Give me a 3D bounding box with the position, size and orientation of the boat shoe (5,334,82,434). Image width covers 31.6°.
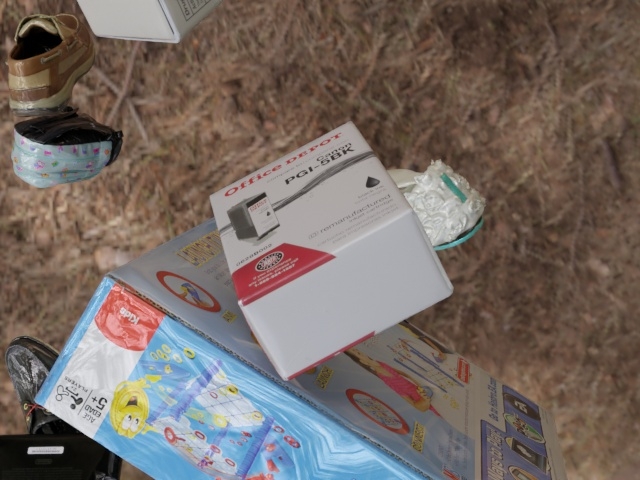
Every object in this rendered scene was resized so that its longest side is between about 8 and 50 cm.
[{"bbox_3d":[-0.212,0.136,0.902,0.049,0.042,0.133,-29,91,16],"label":"boat shoe"}]

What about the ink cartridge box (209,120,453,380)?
[{"bbox_3d":[0.000,0.000,0.608,0.099,0.135,0.056,-28,118,1],"label":"ink cartridge box"}]

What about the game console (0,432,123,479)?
[{"bbox_3d":[-0.199,0.208,0.863,0.122,0.107,0.071,-4,154,16],"label":"game console"}]

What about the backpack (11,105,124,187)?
[{"bbox_3d":[-0.467,-0.166,2.040,0.182,0.152,0.115,-20,125,-51],"label":"backpack"}]

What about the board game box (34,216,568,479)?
[{"bbox_3d":[0.013,0.110,0.738,0.302,0.308,0.086,32,101,3],"label":"board game box"}]

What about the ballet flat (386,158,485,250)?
[{"bbox_3d":[0.077,-0.035,1.719,0.147,0.147,0.409,24,152,-33],"label":"ballet flat"}]

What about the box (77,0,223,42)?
[{"bbox_3d":[-0.108,-0.334,1.083,0.311,0.121,0.148,-48,132,-33],"label":"box"}]

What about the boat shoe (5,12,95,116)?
[{"bbox_3d":[-0.469,-0.333,1.962,0.122,0.324,0.120,-6,124,2],"label":"boat shoe"}]
